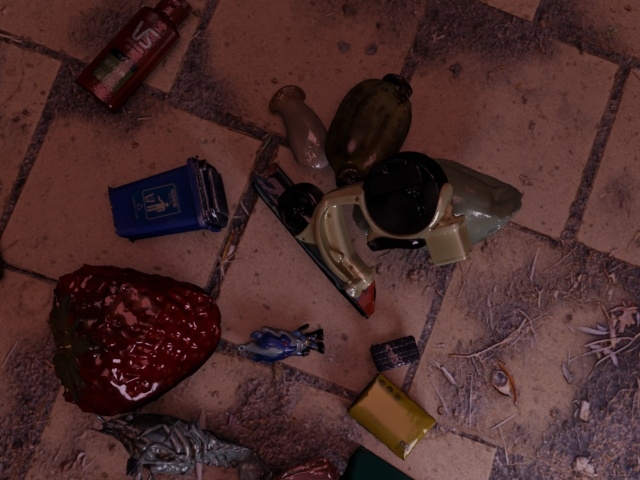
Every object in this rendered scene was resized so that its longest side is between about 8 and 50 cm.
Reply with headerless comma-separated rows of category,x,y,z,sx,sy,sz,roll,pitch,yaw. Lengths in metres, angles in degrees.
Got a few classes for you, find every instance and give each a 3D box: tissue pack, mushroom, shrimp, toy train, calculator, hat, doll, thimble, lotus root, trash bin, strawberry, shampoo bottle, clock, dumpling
tissue pack,0.157,0.391,1.745,0.169,0.082,0.120,41,83,2
mushroom,-0.042,-0.259,1.815,0.097,0.088,0.212,-34,80,19
shrimp,-0.285,0.442,1.619,0.221,0.411,0.166,-47,49,24
toy train,0.000,0.000,1.783,0.089,0.086,0.409,-40,87,-10
calculator,0.147,0.565,1.645,0.248,0.274,0.058,33,104,-1
hat,-0.070,0.605,1.687,0.287,0.107,0.236,-20,104,-2
doll,-0.088,0.233,1.759,0.195,0.070,0.095,-4,114,-8
thimble,0.168,0.253,1.758,0.105,0.095,0.066,-17,82,3
lotus root,0.102,-0.237,1.769,0.173,0.173,0.309,29,67,0
trash bin,-0.332,-0.080,1.741,0.235,0.184,0.162,-13,83,6
strawberry,-0.385,0.194,1.666,0.345,0.295,0.317,-8,75,-40
shampoo bottle,-0.424,-0.444,1.816,0.118,0.076,0.314,39,82,4
clock,0.107,-0.029,1.635,0.379,0.120,0.276,-18,98,32
dumpling,0.251,-0.074,1.761,0.321,0.270,0.211,17,103,-11

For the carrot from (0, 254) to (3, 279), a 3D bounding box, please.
carrot,-0.758,-0.020,1.751,0.059,0.059,0.247,-15,81,-6
